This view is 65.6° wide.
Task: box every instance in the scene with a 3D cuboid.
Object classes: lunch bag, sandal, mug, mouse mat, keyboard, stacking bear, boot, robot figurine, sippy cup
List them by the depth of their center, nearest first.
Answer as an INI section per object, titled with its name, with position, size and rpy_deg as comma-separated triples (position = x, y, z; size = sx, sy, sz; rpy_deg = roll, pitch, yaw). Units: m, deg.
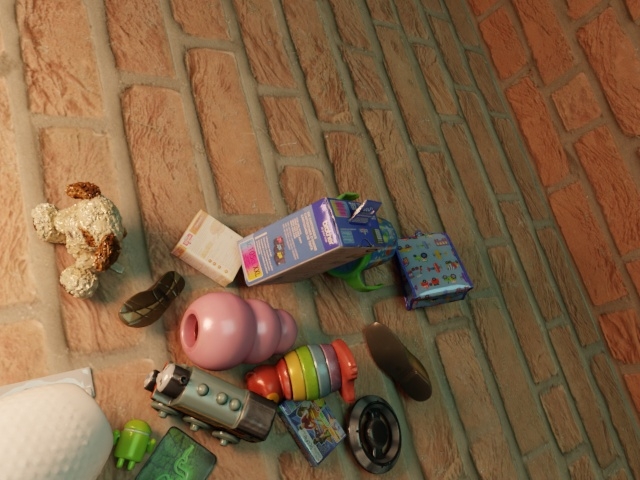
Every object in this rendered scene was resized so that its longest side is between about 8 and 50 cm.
[mug]
position = -0.577, 0.480, 0.960
size = 0.328, 0.276, 0.374
rpy_deg = -34, 121, -47
[keyboard]
position = -0.646, 0.348, 1.111
size = 0.256, 0.014, 0.072
rpy_deg = -6, 68, -37
[robot figurine]
position = -0.438, 0.473, 1.159
size = 0.101, 0.067, 0.115
rpy_deg = 19, 58, -13
[mouse mat]
position = -0.357, 0.574, 1.209
size = 0.153, 0.007, 0.189
rpy_deg = 42, 53, -12
[sandal]
position = -0.445, 0.157, 1.312
size = 0.090, 0.060, 0.219
rpy_deg = 51, 36, -13
[stacking bear]
position = -0.062, 0.381, 1.384
size = 0.289, 0.175, 0.164
rpy_deg = -10, 38, -15
[boot]
position = 0.264, 0.397, 1.685
size = 0.305, 0.112, 0.115
rpy_deg = 52, 20, 1
[sippy cup]
position = 0.137, 0.004, 1.689
size = 0.224, 0.240, 0.305
rpy_deg = -3, 109, -47
[lunch bag]
position = 0.398, 0.086, 1.845
size = 0.221, 0.138, 0.293
rpy_deg = -10, 64, -7

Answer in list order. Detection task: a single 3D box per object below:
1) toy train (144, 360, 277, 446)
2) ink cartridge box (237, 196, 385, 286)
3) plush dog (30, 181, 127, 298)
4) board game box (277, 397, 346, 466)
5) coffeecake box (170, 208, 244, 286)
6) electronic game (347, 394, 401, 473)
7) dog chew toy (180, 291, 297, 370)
[toy train]
position = -0.267, 0.401, 1.231
size = 0.334, 0.190, 0.142
rpy_deg = 33, 53, -18
[ink cartridge box]
position = 0.000, 0.000, 1.428
size = 0.270, 0.396, 0.151
rpy_deg = 1, 70, -58
[plush dog]
position = -0.546, -0.018, 1.207
size = 0.211, 0.225, 0.262
rpy_deg = -24, 84, -39
[board game box]
position = -0.028, 0.526, 1.441
size = 0.136, 0.035, 0.201
rpy_deg = -31, 88, -40
[coffeecake box]
position = -0.315, 0.023, 1.451
size = 0.185, 0.068, 0.142
rpy_deg = 36, 53, -16
[electronic game]
position = 0.170, 0.597, 1.536
size = 0.229, 0.048, 0.229
rpy_deg = 21, 56, -35
[dog chew toy]
position = -0.204, 0.248, 1.352
size = 0.332, 0.207, 0.206
rpy_deg = 11, 63, -40
